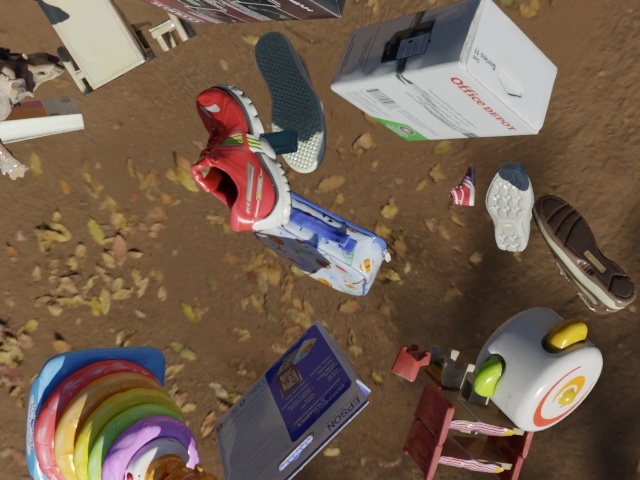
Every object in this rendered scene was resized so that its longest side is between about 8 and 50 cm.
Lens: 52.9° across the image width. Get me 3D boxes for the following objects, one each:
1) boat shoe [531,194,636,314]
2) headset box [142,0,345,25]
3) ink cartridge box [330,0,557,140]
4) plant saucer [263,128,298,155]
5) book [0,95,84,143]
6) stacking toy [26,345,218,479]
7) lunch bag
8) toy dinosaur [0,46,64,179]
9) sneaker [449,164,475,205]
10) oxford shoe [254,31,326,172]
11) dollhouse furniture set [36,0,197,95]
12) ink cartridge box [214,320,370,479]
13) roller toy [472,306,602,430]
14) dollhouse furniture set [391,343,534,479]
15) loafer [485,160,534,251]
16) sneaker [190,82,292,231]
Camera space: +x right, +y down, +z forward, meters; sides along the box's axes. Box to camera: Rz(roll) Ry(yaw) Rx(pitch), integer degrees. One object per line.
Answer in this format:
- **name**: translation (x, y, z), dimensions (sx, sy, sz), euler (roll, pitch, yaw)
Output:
- **boat shoe**: translation (0.485, 0.033, 1.244), dimensions (0.095, 0.095, 0.257), euler (-21, 68, -22)
- **headset box**: translation (-0.089, -0.357, 0.693), dimensions (0.293, 0.110, 0.218), euler (17, 94, 44)
- **ink cartridge box**: translation (0.139, -0.187, 0.745), dimensions (0.153, 0.208, 0.087), euler (26, 79, -37)
- **plant saucer**: translation (-0.146, -0.219, 1.485), dimensions (0.192, 0.018, 0.067), euler (-8, 55, 10)
- **book**: translation (-0.435, -0.183, 0.953), dimensions (0.144, 0.096, 0.035), euler (-14, 125, -23)
- **stacking toy**: translation (-0.192, 0.233, 0.693), dimensions (0.165, 0.302, 0.175), euler (2, 96, -40)
- **lunch bag**: translation (0.000, 0.000, 1.362), dimensions (0.303, 0.243, 0.115), euler (26, 74, 10)
- **toy dinosaur**: translation (-0.443, -0.197, 0.758), dimensions (0.200, 0.295, 0.127), euler (44, 104, 32)
- **sneaker**: translation (0.375, -0.148, 1.704), dimensions (0.067, 0.042, 0.118), euler (1, 66, 13)
- **oxford shoe**: translation (-0.075, -0.406, 1.901), dimensions (0.169, 0.130, 0.449), euler (-22, 74, 15)
- **dollhouse furniture set**: translation (-0.357, -0.369, 1.096), dimensions (0.212, 0.242, 0.161), euler (-26, 110, 7)
- **ink cartridge box**: translation (-0.053, 0.326, 1.154), dimensions (0.303, 0.307, 0.072), euler (-45, 116, 2)
- **roller toy**: translation (0.384, 0.226, 1.120), dimensions (0.209, 0.191, 0.146), euler (-46, 47, 4)
- **dollhouse furniture set**: translation (0.258, 0.350, 1.358), dimensions (0.201, 0.374, 0.152), euler (14, 99, -16)
- **loafer**: translation (0.472, -0.095, 1.595), dimensions (0.112, 0.319, 0.111), euler (8, 59, 20)
- **sneaker**: translation (-0.139, -0.129, 0.951), dimensions (0.118, 0.107, 0.279), euler (-15, 57, -24)
